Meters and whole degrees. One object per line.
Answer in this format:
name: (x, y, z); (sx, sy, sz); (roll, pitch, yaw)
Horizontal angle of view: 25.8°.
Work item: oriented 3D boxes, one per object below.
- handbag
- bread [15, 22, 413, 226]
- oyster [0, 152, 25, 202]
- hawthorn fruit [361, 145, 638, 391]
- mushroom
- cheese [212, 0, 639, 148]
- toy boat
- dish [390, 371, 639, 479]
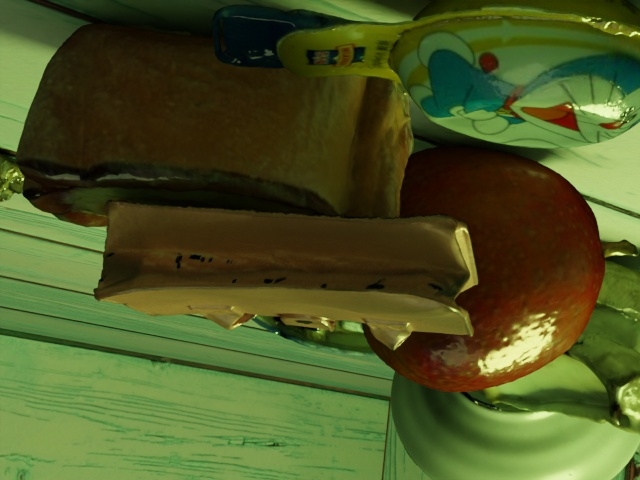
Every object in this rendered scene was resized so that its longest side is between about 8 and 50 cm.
handbag: (-0.015, 0.024, 0.836); (0.213, 0.059, 0.157); (3, 167, 9)
bread: (-0.055, -0.063, 0.884); (0.244, 0.123, 0.190); (7, 172, -3)
oyster: (-0.331, -0.052, 1.308); (0.105, 0.056, 0.177); (-1, 176, -33)
hawthorn fruit: (0.138, 0.019, 1.075); (0.226, 0.196, 0.196); (-8, 172, -7)
mushroom: (0.259, 0.067, 1.451); (0.212, 0.217, 0.292); (-34, -163, -12)
cheese: (0.077, -0.098, 0.754); (0.270, 0.069, 0.177); (6, 170, -1)
toy boat: (0.024, 0.076, 1.616); (0.262, 0.114, 0.115); (8, -177, 13)
dish: (0.235, 0.162, 1.675); (0.316, 0.316, 0.106); (4, 138, 12)
